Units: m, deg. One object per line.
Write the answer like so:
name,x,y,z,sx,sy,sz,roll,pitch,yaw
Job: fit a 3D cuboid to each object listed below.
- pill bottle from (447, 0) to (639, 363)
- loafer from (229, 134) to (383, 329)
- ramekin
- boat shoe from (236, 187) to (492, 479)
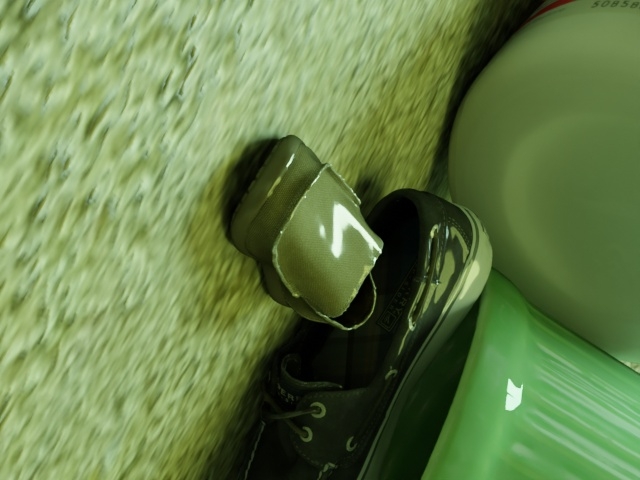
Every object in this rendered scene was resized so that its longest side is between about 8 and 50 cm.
pill bottle,0.267,-0.122,0.940,0.408,0.229,0.229,-48,159,-42
loafer,0.000,0.000,0.629,0.056,0.050,0.148,-60,164,-11
ramekin,0.083,0.179,0.830,0.303,0.148,0.303,-61,-175,8
boat shoe,0.007,0.074,0.743,0.228,0.080,0.076,-56,140,3
